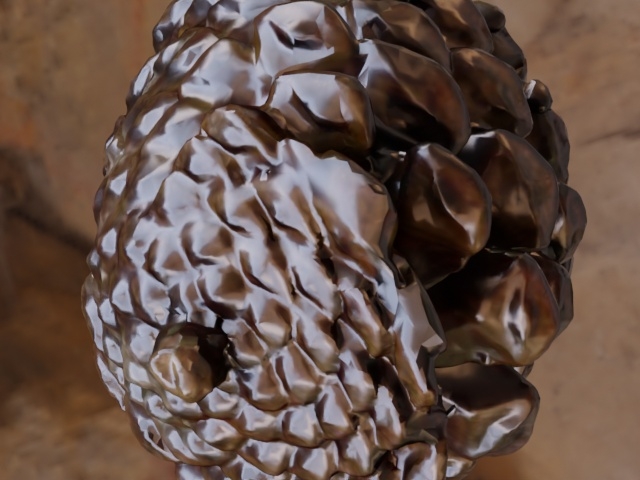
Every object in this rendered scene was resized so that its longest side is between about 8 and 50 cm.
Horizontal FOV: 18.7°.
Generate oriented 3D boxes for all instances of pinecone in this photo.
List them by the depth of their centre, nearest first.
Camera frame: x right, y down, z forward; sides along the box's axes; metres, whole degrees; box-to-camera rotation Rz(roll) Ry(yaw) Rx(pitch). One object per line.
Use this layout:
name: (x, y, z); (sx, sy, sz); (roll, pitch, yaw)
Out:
pinecone: (0.006, 0.000, 0.971); (0.296, 0.242, 0.298); (-78, 15, -46)
